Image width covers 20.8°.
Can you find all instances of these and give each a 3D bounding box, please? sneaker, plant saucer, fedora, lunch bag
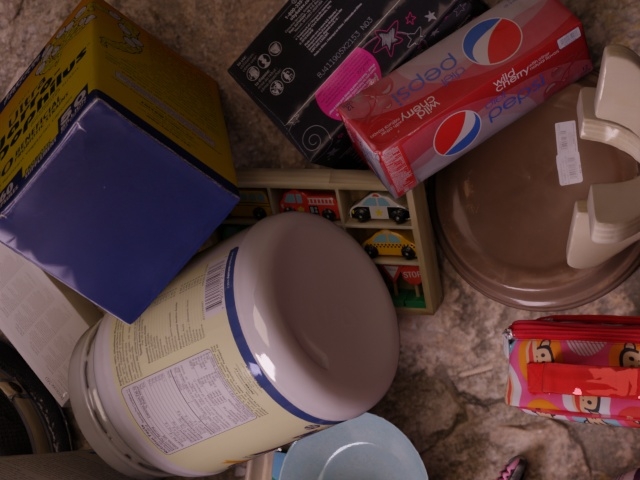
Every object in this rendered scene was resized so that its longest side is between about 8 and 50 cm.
[{"bbox_3d":[0.209,0.293,1.898,0.057,0.047,0.119,19,97,6],"label":"sneaker"},{"bbox_3d":[0.043,0.286,1.933,0.195,0.037,0.195,-3,83,30],"label":"plant saucer"},{"bbox_3d":[-0.471,0.269,2.163,0.334,0.152,0.334,-2,85,26],"label":"fedora"},{"bbox_3d":[0.323,0.134,1.694,0.293,0.258,0.120,-1,85,52],"label":"lunch bag"},{"bbox_3d":[0.240,-0.061,1.906,0.278,0.041,0.277,-3,84,26],"label":"plant saucer"}]

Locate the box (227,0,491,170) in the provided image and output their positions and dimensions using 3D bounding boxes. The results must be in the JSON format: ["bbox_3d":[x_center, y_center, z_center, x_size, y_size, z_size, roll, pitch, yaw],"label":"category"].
[{"bbox_3d":[0.050,-0.219,1.953,0.247,0.142,0.163,-47,67,14],"label":"box"}]

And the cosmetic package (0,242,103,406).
[{"bbox_3d":[-0.345,0.088,2.166,0.099,0.060,0.239,-47,69,13],"label":"cosmetic package"}]

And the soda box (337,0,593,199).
[{"bbox_3d":[0.155,-0.163,1.861,0.263,0.083,0.092,-33,52,-5],"label":"soda box"}]

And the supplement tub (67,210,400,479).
[{"bbox_3d":[-0.101,0.126,1.928,0.325,0.235,0.235,-26,75,37],"label":"supplement tub"}]

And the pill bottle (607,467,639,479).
[{"bbox_3d":[0.321,0.322,1.767,0.301,0.169,0.169,-26,76,23],"label":"pill bottle"}]

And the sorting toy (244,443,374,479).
[{"bbox_3d":[0.001,0.322,1.994,0.208,0.038,0.193,7,89,26],"label":"sorting toy"}]

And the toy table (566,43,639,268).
[{"bbox_3d":[0.340,-0.069,1.730,0.161,0.252,0.274,5,114,1],"label":"toy table"}]

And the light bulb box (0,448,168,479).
[{"bbox_3d":[-0.317,0.439,1.961,0.225,0.361,0.358,21,95,27],"label":"light bulb box"}]

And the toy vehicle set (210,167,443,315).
[{"bbox_3d":[0.000,0.000,1.973,0.267,0.035,0.166,2,120,26],"label":"toy vehicle set"}]

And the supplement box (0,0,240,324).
[{"bbox_3d":[-0.236,-0.102,1.949,0.195,0.356,0.194,36,106,-22],"label":"supplement box"}]
